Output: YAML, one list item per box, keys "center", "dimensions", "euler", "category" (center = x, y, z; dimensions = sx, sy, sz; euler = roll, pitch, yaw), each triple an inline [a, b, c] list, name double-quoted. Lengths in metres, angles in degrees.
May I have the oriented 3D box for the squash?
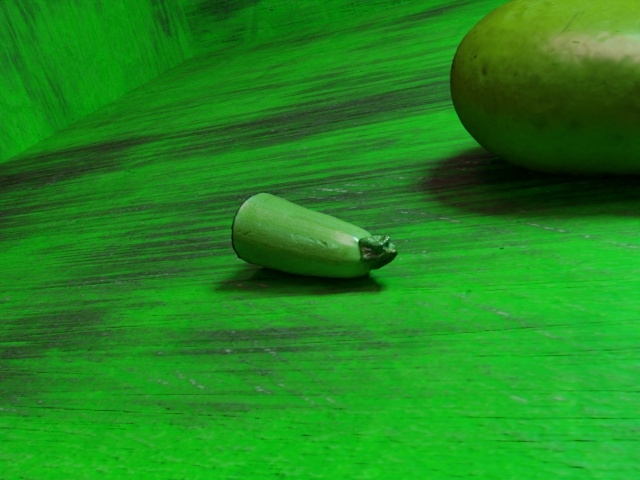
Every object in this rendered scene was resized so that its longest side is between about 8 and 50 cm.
- center: [0.000, 0.000, 0.916]
  dimensions: [0.224, 0.094, 0.094]
  euler: [11, 35, 40]
  category: "squash"

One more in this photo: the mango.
- center: [0.352, -0.189, 0.944]
  dimensions: [0.301, 0.221, 0.445]
  euler: [-24, 26, -23]
  category: "mango"
